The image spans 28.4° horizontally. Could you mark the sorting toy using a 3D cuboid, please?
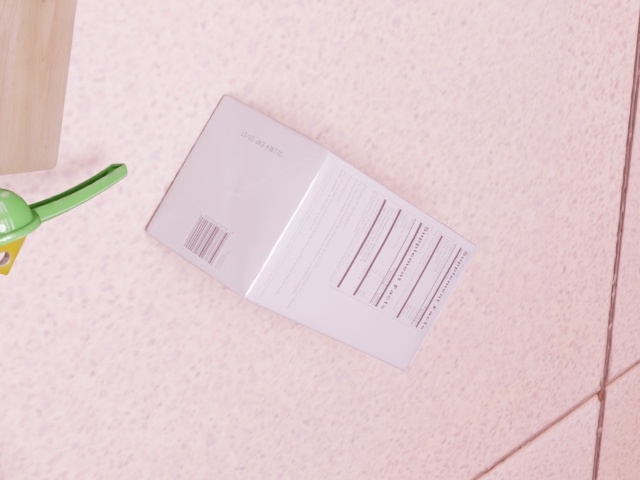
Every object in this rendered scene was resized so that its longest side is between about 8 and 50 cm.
[{"bbox_3d":[-0.238,-0.102,0.849,0.132,0.046,0.274,-12,122,-44],"label":"sorting toy"}]

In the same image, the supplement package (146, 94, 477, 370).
[{"bbox_3d":[0.000,0.000,1.085,0.244,0.139,0.134,29,92,-49],"label":"supplement package"}]

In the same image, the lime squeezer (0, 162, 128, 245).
[{"bbox_3d":[-0.226,-0.037,0.804,0.059,0.110,0.310,-19,159,23],"label":"lime squeezer"}]
